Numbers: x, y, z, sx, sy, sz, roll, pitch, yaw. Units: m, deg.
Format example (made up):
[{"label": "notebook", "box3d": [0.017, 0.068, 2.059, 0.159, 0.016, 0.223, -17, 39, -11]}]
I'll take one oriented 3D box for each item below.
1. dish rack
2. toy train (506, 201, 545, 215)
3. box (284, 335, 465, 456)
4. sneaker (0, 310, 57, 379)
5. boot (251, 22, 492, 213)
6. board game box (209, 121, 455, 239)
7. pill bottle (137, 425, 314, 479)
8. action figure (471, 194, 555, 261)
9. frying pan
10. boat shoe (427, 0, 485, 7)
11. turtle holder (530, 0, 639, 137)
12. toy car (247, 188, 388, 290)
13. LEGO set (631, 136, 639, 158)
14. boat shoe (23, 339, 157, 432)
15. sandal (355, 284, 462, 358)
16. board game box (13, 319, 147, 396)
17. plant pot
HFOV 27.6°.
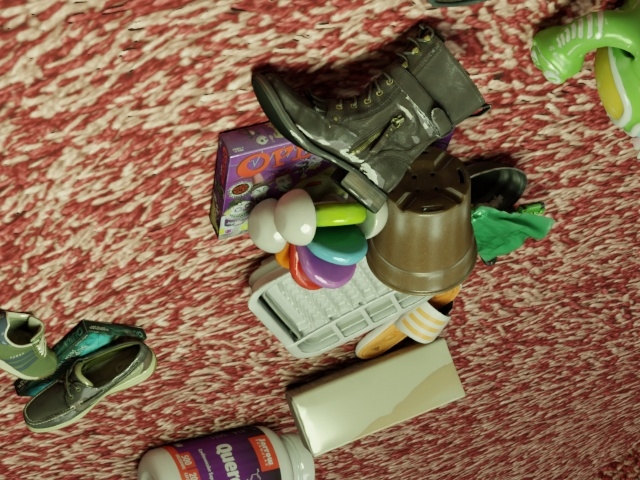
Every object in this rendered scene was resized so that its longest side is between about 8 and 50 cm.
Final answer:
[{"label": "dish rack", "box3d": [0.036, 0.062, 2.109, 0.285, 0.072, 0.333, -26, 153, 5]}, {"label": "toy train", "box3d": [0.350, -0.051, 2.229, 0.083, 0.017, 0.023, -13, 140, -22]}, {"label": "box", "box3d": [0.099, 0.290, 2.467, 0.311, 0.121, 0.148, -21, -179, -7]}, {"label": "sneaker", "box3d": [-0.426, 0.148, 1.884, 0.086, 0.064, 0.192, -29, 150, 18]}, {"label": "boot", "box3d": [0.066, -0.186, 1.651, 0.263, 0.091, 0.229, 42, 88, -24]}, {"label": "board game box", "box3d": [0.020, -0.112, 1.814, 0.347, 0.056, 0.208, -16, 148, -18]}, {"label": "pill bottle", "box3d": [-0.180, 0.464, 2.530, 0.323, 0.181, 0.181, -9, 149, -29]}, {"label": "action figure", "box3d": [0.261, -0.026, 2.047, 0.137, 0.063, 0.232, -37, 154, 23]}, {"label": "frying pan", "box3d": [0.270, -0.053, 2.120, 0.197, 0.053, 0.326, -37, 153, 23]}, {"label": "boat shoe", "box3d": [0.236, -0.331, 1.546, 0.302, 0.091, 0.114, -14, 151, -20]}, {"label": "turtle holder", "box3d": [0.471, -0.228, 1.771, 0.320, 0.243, 0.227, -22, 172, -25]}, {"label": "toy car", "box3d": [0.000, 0.000, 1.766, 0.159, 0.136, 0.182, -5, 175, -32]}, {"label": "LEGO set", "box3d": [0.656, -0.204, 2.159, 0.287, 0.107, 0.132, -14, -174, -30]}, {"label": "boat shoe", "box3d": [-0.360, 0.214, 1.993, 0.223, 0.080, 0.073, -27, 148, -6]}, {"label": "sandal", "box3d": [0.175, 0.165, 2.403, 0.102, 0.076, 0.265, 6, 140, -46]}, {"label": "board game box", "box3d": [-0.376, 0.189, 2.044, 0.186, 0.026, 0.126, -40, 149, 28]}, {"label": "plant pot", "box3d": [0.146, -0.036, 1.847, 0.167, 0.167, 0.165, -18, 144, -13]}]
